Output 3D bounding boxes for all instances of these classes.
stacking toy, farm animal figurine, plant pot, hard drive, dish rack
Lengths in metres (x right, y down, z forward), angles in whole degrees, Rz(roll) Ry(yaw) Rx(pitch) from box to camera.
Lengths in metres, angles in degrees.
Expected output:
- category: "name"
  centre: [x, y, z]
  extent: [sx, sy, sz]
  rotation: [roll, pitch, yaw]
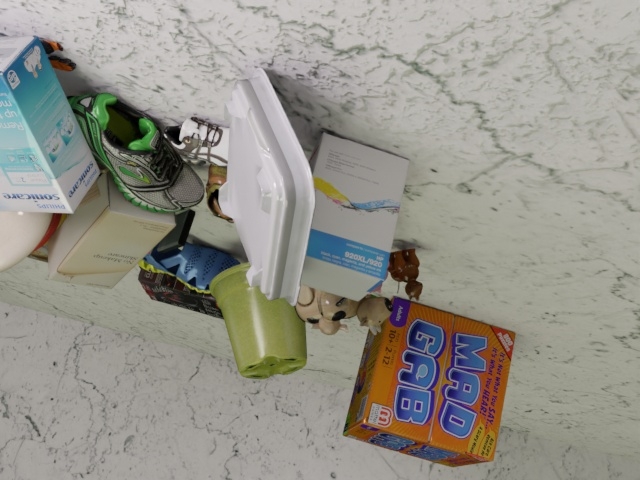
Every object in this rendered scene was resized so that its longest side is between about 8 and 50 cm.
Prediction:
- category: "stacking toy"
  centre: [-0.739, -0.080, 1.869]
  extent: [0.350, 0.351, 0.480]
  rotation: [15, 176, 4]
- category: "farm animal figurine"
  centre: [0.059, 0.127, 1.674]
  extent: [0.330, 0.172, 0.326]
  rotation: [-8, 179, -45]
- category: "plant pot"
  centre: [-0.142, 0.220, 2.037]
  extent: [0.276, 0.254, 0.276]
  rotation: [-10, 155, -5]
- category: "hard drive"
  centre: [-0.362, -0.022, 1.931]
  extent: [0.022, 0.094, 0.135]
  rotation: [27, 158, -28]
- category: "dish rack"
  centre: [-0.099, -0.075, 1.235]
  extent: [0.072, 0.285, 0.333]
  rotation: [-11, 145, -18]

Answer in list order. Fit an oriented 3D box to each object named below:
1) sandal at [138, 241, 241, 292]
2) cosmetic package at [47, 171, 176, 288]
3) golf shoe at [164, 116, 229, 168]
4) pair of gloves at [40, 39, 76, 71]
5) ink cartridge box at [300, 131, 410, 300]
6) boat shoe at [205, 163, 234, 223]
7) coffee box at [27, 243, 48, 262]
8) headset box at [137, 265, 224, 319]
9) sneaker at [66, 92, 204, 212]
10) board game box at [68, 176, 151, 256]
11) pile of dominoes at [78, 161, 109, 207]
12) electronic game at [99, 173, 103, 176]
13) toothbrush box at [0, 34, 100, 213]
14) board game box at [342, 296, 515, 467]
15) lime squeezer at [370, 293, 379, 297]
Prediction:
- category: "sandal"
  centre: [-0.368, 0.053, 2.108]
  extent: [0.317, 0.126, 0.138]
  rotation: [14, 156, 3]
- category: "cosmetic package"
  centre: [-0.462, -0.017, 1.687]
  extent: [0.160, 0.113, 0.309]
  rotation: [12, 143, -37]
- category: "golf shoe"
  centre: [-0.208, -0.183, 1.412]
  extent: [0.198, 0.077, 0.094]
  rotation: [-1, 153, 38]
- category: "pair of gloves"
  centre: [-0.470, -0.322, 1.340]
  extent: [0.074, 0.010, 0.083]
  rotation: [10, 158, 18]
- category: "ink cartridge box"
  centre: [0.038, -0.039, 1.373]
  extent: [0.168, 0.233, 0.171]
  rotation: [17, 160, -8]
- category: "boat shoe"
  centre: [-0.194, -0.092, 1.598]
  extent: [0.110, 0.104, 0.307]
  rotation: [14, 160, 5]
- category: "coffee box"
  centre: [-0.860, -0.017, 2.326]
  extent: [0.141, 0.098, 0.246]
  rotation: [13, 160, 8]
- category: "headset box"
  centre: [-0.416, 0.134, 2.367]
  extent: [0.293, 0.110, 0.218]
  rotation: [14, 160, 5]
- category: "sneaker"
  centre: [-0.347, -0.160, 1.496]
  extent: [0.146, 0.134, 0.343]
  rotation: [-2, 153, 39]
- category: "board game box"
  centre: [-0.500, -0.076, 1.896]
  extent: [0.224, 0.097, 0.303]
  rotation: [20, 160, -8]
- category: "pile of dominoes"
  centre: [-0.555, -0.119, 1.545]
  extent: [0.251, 0.196, 0.040]
  rotation: [18, 130, 32]
- category: "electronic game"
  centre: [-0.473, -0.189, 1.639]
  extent: [0.229, 0.048, 0.229]
  rotation: [22, 160, 8]
- category: "toothbrush box"
  centre: [-0.553, -0.196, 1.350]
  extent: [0.216, 0.126, 0.295]
  rotation: [3, 135, 16]
- category: "board game box"
  centre: [0.298, 0.416, 2.195]
  extent: [0.356, 0.356, 0.356]
  rotation: [16, 160, -2]
- category: "lime squeezer"
  centre: [0.074, 0.098, 2.000]
  extent: [0.110, 0.059, 0.310]
  rotation: [-19, 151, 6]
